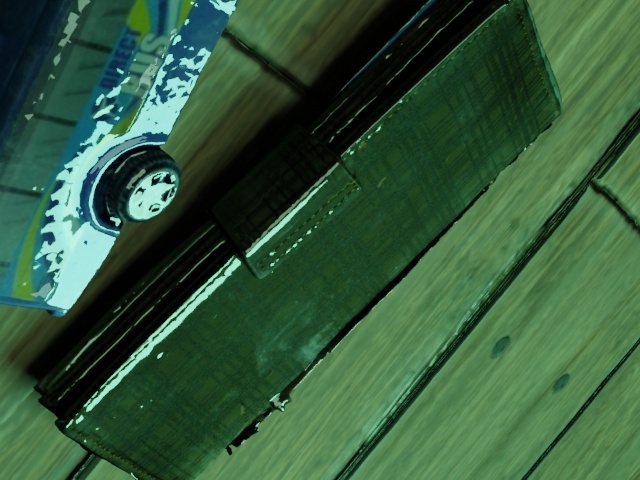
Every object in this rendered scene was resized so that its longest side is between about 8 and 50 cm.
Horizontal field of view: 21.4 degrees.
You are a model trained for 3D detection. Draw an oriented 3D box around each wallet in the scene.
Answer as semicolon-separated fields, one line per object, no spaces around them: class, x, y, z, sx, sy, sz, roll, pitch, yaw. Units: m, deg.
wallet;-0.001;0.000;0.892;0.317;0.044;0.169;-45;152;-2

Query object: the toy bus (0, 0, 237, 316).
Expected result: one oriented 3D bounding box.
toy bus;-0.087;-0.082;0.662;0.094;0.079;0.236;3;122;-50
